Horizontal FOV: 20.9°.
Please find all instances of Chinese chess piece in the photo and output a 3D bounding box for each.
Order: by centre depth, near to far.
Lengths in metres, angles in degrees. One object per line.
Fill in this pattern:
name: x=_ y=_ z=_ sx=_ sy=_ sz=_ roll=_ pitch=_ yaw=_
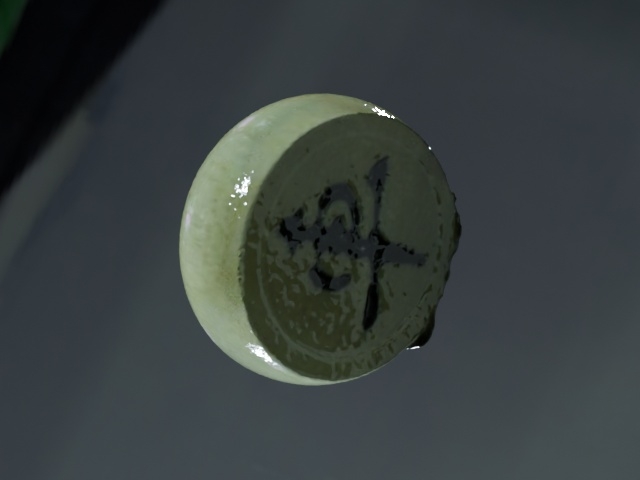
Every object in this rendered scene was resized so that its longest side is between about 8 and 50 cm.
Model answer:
Chinese chess piece: x=0.000 y=0.000 z=0.492 sx=0.084 sy=0.034 sz=0.084 roll=-10 pitch=-73 yaw=-37
